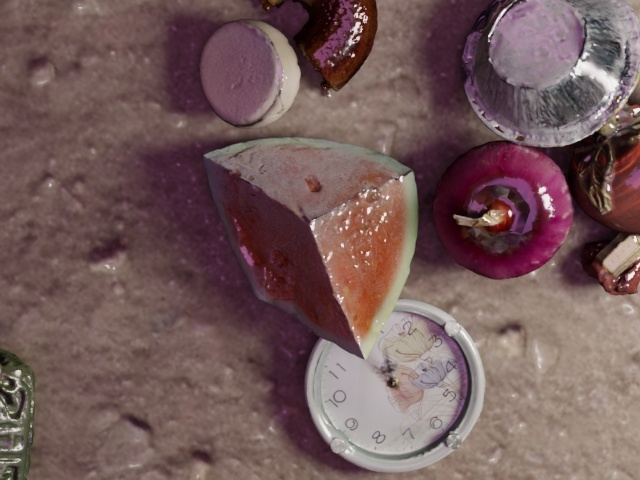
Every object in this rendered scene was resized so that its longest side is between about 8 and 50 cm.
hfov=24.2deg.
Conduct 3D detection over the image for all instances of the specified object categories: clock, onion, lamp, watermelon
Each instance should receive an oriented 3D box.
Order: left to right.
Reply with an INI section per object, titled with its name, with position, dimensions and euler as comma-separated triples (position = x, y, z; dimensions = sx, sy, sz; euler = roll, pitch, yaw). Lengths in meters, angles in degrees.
[watermelon]
position = 0.000, 0.000, 1.870
dimensions = 0.256, 0.176, 0.260
euler = -9, 116, 8
[clock]
position = 0.096, 0.187, 1.951
dimensions = 0.237, 0.053, 0.236
euler = 0, 100, 0
[onion]
position = 0.230, -0.039, 1.879
dimensions = 0.177, 0.153, 0.177
euler = -2, 98, -14
[lamp]
position = 0.392, -0.058, 1.880
dimensions = 0.215, 0.151, 0.223
euler = -40, 99, 8

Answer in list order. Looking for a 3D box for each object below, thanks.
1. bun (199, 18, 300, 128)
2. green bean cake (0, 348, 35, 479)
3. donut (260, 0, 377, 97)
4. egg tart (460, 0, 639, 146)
[bun]
position = -0.078, -0.210, 1.876
dimensions = 0.138, 0.094, 0.138
euler = 6, 102, 32
[green bean cake]
position = -0.480, 0.243, 1.868
dimensions = 0.227, 0.125, 0.222
euler = 2, 100, -29
[donut]
position = -0.009, -0.304, 1.864
dimensions = 0.141, 0.085, 0.217
euler = -42, 95, 4
[egg tart]
position = 0.280, -0.229, 1.836
dimensions = 0.234, 0.094, 0.234
euler = -8, 71, 24
